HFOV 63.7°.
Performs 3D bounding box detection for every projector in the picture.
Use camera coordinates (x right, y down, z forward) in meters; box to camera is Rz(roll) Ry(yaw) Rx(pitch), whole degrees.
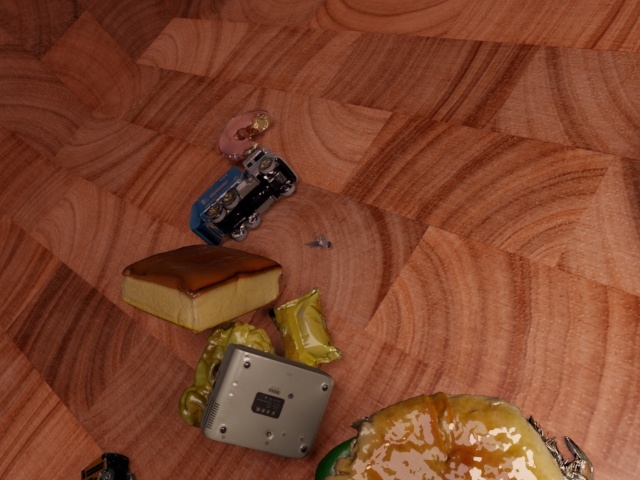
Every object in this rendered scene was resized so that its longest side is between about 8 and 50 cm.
[{"bbox_3d":[-0.117,0.363,1.159,0.108,0.251,0.198,4,72,67],"label":"projector"}]

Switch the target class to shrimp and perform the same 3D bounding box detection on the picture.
[{"bbox_3d":[0.451,0.406,0.975,0.091,0.034,0.160,-22,57,1],"label":"shrimp"}]

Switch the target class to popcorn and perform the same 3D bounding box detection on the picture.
[{"bbox_3d":[-0.211,0.351,1.297,0.226,0.173,0.285,13,65,30],"label":"popcorn"}]

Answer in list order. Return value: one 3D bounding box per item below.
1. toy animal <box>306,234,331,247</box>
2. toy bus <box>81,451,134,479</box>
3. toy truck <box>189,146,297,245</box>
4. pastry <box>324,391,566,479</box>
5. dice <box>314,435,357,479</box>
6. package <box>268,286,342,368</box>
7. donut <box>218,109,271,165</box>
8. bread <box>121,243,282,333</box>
[{"bbox_3d":[0.000,0.000,1.501,0.084,0.028,0.050,6,72,32],"label":"toy animal"},{"bbox_3d":[-0.550,0.666,1.330,0.114,0.098,0.200,-32,51,8],"label":"toy bus"},{"bbox_3d":[-0.257,-0.139,1.667,0.367,0.146,0.175,-41,44,0],"label":"toy truck"},{"bbox_3d":[0.176,0.365,0.709,0.330,0.136,0.329,-10,54,14],"label":"pastry"},{"bbox_3d":[0.174,0.497,0.896,0.287,0.297,0.299,-26,50,8],"label":"dice"},{"bbox_3d":[-0.044,0.241,1.326,0.168,0.090,0.226,-29,53,15],"label":"package"},{"bbox_3d":[-0.274,-0.366,1.866,0.199,0.085,0.232,-5,58,26],"label":"donut"},{"bbox_3d":[-0.329,0.116,1.438,0.333,0.324,0.143,12,108,34],"label":"bread"}]
